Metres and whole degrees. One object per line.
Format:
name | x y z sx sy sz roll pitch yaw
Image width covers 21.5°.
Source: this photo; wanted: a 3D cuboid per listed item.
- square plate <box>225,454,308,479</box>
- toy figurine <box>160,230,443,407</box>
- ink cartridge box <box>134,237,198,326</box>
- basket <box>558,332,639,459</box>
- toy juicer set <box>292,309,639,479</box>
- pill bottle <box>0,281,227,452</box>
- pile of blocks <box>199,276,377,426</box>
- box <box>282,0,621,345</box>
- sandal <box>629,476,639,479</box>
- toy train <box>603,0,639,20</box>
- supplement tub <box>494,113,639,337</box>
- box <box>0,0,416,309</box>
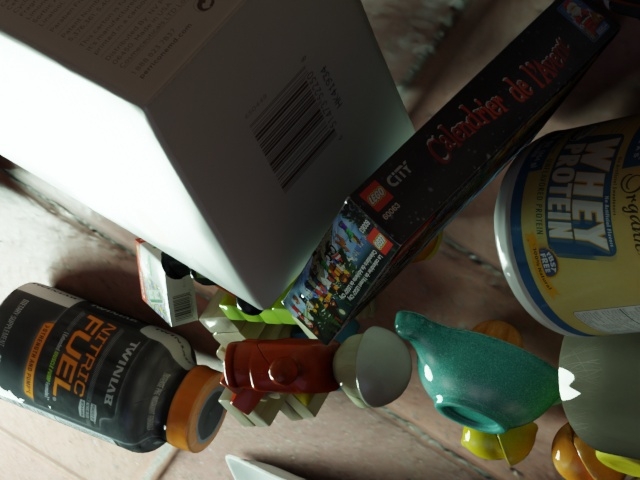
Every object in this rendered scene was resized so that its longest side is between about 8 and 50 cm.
square plate | 0.054 0.389 1.808 0.344 0.049 0.347 5 124 62
toy figurine | 0.000 0.000 1.258 0.148 0.209 0.213 -1 135 26
ink cartridge box | -0.148 0.030 1.544 0.115 0.029 0.063 34 134 58
basket | 0.292 0.098 1.193 0.204 0.154 0.227 11 172 -39
toy juicer set | 0.136 0.120 1.447 0.329 0.089 0.209 20 162 3
pill bottle | -0.217 0.138 1.738 0.245 0.130 0.130 18 148 20
pile of blocks | -0.036 0.087 1.515 0.149 0.113 0.362 19 148 21
box | 0.083 -0.047 1.083 0.044 0.233 0.159 43 151 6
sandal | 0.319 0.227 1.410 0.088 0.079 0.240 8 152 -14
toy train | 0.234 -0.147 0.958 0.184 0.080 0.105 17 153 23
supplement tub | 0.228 -0.014 1.091 0.199 0.144 0.144 -11 130 49
box | -0.138 -0.138 1.121 0.345 0.168 0.215 28 159 34
